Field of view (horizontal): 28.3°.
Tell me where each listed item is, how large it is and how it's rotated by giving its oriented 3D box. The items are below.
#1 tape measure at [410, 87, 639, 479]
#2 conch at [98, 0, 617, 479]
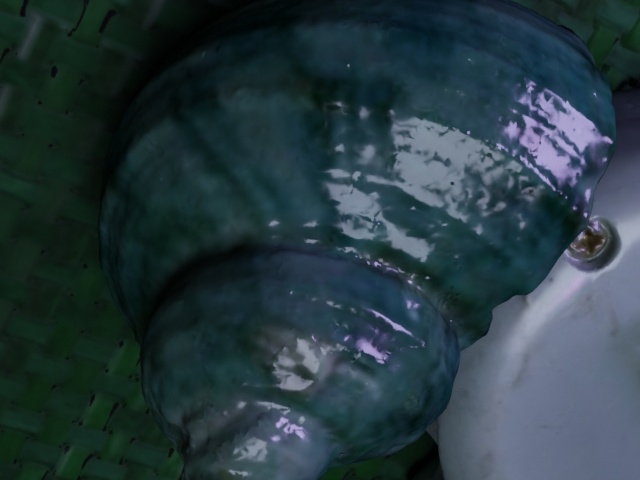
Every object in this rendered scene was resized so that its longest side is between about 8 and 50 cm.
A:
[{"bbox_3d":[0.153,0.057,0.566,0.243,0.125,0.246,-18,122,-4],"label":"tape measure"},{"bbox_3d":[-0.002,0.002,0.473,0.134,0.196,0.202,15,75,-44],"label":"conch"}]
